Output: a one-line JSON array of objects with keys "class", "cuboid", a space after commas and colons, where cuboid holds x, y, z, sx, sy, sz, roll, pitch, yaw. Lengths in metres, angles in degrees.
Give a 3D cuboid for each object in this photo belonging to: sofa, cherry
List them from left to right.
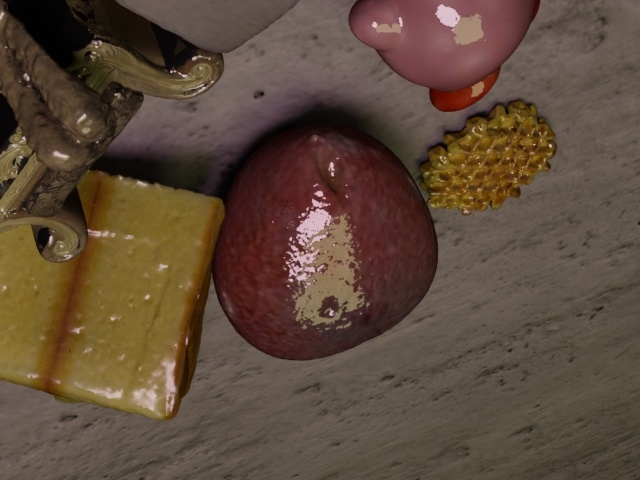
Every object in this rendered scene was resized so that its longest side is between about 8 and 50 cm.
[{"class": "sofa", "cuboid": [-0.196, -0.123, 0.872, 0.182, 0.200, 0.258, 18, 125, -41]}, {"class": "cherry", "cuboid": [0.000, 0.000, 1.136, 0.261, 0.221, 0.307, -24, 132, -16]}]

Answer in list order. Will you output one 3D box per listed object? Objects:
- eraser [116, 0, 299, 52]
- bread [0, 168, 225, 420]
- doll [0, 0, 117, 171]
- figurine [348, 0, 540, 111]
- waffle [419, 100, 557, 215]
[{"class": "eraser", "cuboid": [-0.029, -0.310, 0.724, 0.111, 0.077, 0.352, 21, 89, -46]}, {"class": "bread", "cuboid": [-0.245, 0.075, 1.156, 0.233, 0.244, 0.361, 13, 171, -3]}, {"class": "doll", "cuboid": [-0.258, -0.183, 0.707, 0.091, 0.286, 0.202, -39, 148, -49]}, {"class": "figurine", "cuboid": [0.115, -0.228, 0.953, 0.173, 0.173, 0.173, -16, 144, -12]}, {"class": "waffle", "cuboid": [0.213, -0.100, 1.283, 0.191, 0.038, 0.191, -16, 144, -12]}]
